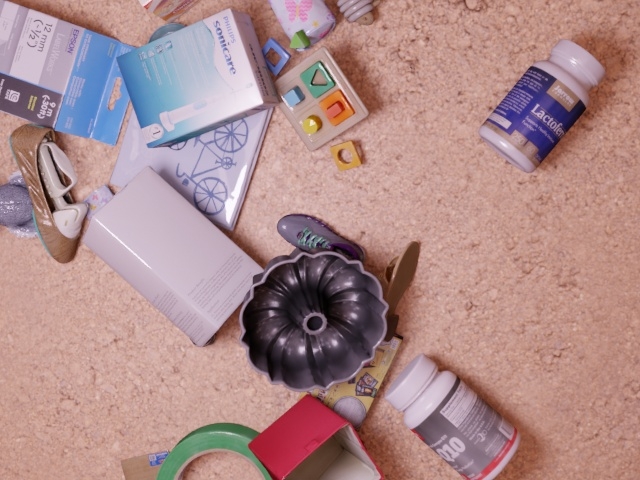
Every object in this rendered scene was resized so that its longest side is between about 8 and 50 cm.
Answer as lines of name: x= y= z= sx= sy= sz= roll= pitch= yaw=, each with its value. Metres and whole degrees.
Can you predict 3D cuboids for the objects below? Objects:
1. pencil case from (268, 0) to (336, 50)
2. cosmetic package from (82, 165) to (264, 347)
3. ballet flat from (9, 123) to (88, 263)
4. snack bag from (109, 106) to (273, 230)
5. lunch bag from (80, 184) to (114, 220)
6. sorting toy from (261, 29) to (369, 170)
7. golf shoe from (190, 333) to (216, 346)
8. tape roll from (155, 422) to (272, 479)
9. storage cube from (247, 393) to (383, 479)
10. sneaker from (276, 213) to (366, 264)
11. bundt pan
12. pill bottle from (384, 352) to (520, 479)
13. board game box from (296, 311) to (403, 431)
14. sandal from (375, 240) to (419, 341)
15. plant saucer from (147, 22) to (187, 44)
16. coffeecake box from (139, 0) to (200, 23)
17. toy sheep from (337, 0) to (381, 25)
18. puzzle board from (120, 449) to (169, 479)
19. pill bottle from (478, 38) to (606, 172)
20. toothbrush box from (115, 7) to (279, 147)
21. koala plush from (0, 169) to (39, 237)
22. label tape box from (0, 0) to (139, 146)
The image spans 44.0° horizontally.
pencil case: x=-0.077 y=-0.566 z=1.782 sx=0.124 sy=0.113 sz=0.273 roll=-34 pitch=88 yaw=23
cosmetic package: x=-0.327 y=0.037 z=1.779 sx=0.365 sy=0.155 sz=0.197 roll=43 pitch=56 yaw=-1
ballet flat: x=-0.616 y=-0.110 z=1.855 sx=0.124 sy=0.116 sz=0.343 roll=-8 pitch=104 yaw=22
snack bag: x=-0.314 y=-0.224 z=1.876 sx=0.342 sy=0.037 sz=0.323 roll=18 pitch=95 yaw=9
lunch bag: x=-0.525 y=-0.083 z=1.906 sx=0.083 sy=0.053 sz=0.071 roll=-39 pitch=86 yaw=18
sorting toy: x=-0.012 y=-0.307 z=1.768 sx=0.196 sy=0.047 sz=0.348 roll=-28 pitch=101 yaw=37
golf shoe: x=-0.289 y=0.155 z=1.870 sx=0.077 sy=0.094 sz=0.198 roll=-12 pitch=91 yaw=9
tape roll: x=-0.233 y=0.603 z=1.894 sx=0.321 sy=0.077 sz=0.322 roll=0 pitch=95 yaw=5
storage cube: x=-0.015 y=0.489 z=1.749 sx=0.215 sy=0.193 sz=0.184 roll=-38 pitch=114 yaw=-17
sneaker: x=0.000 y=0.000 z=1.816 sx=0.223 sy=0.098 sz=0.083 roll=23 pitch=96 yaw=5
bundt pan: x=-0.025 y=0.159 z=1.735 sx=0.330 sy=0.124 sz=0.331 roll=-4 pitch=109 yaw=-12
pill bottle: x=0.291 y=0.397 z=1.772 sx=0.283 sy=0.161 sz=0.161 roll=41 pitch=98 yaw=4
board game box: x=0.069 y=0.301 z=1.855 sx=0.165 sy=0.042 sz=0.243 roll=26 pitch=97 yaw=5
sandal: x=0.150 y=0.107 z=1.812 sx=0.079 sy=0.088 sz=0.240 roll=12 pitch=81 yaw=34
plant saucer: x=-0.348 y=-0.452 z=1.862 sx=0.119 sy=0.021 sz=0.119 roll=-1 pitch=79 yaw=7
coffeecake box: x=-0.330 y=-0.573 z=1.778 sx=0.142 sy=0.185 sz=0.068 roll=-34 pitch=89 yaw=9
toy sheep: x=0.078 y=-0.542 z=1.778 sx=0.091 sy=0.091 sz=0.132 roll=-33 pitch=94 yaw=9
puzzle board: x=-0.423 y=0.576 z=1.957 sx=0.128 sy=0.011 sz=0.097 roll=-14 pitch=91 yaw=8
pill bottle: x=0.479 y=-0.290 z=1.705 sx=0.153 sy=0.153 sz=0.265 roll=39 pitch=98 yaw=4
toothbrush box: x=-0.271 y=-0.355 z=1.759 sx=0.295 sy=0.126 sz=0.217 roll=-19 pitch=94 yaw=18
koala plush: x=-0.772 y=-0.079 z=1.881 sx=0.221 sy=0.203 sz=0.196 roll=-1 pitch=83 yaw=-10
label tape box: x=-0.625 y=-0.394 z=1.868 sx=0.347 sy=0.115 sz=0.249 roll=20 pitch=96 yaw=7
